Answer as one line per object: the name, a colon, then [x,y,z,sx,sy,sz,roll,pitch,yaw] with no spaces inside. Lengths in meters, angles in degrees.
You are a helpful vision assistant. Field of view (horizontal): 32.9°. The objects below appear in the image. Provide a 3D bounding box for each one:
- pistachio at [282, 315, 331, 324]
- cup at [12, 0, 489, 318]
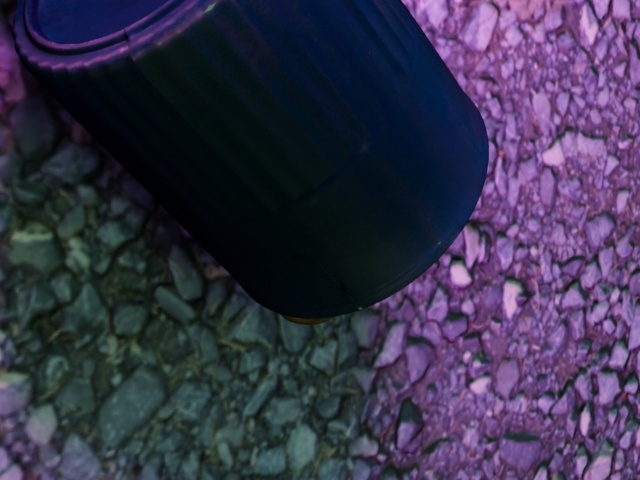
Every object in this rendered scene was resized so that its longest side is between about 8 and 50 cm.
pistachio: [0.001,0.001,0.967,0.110,0.100,0.189,76,34,-46]
cup: [-0.033,-0.144,0.800,0.292,0.242,0.308,46,61,-44]
